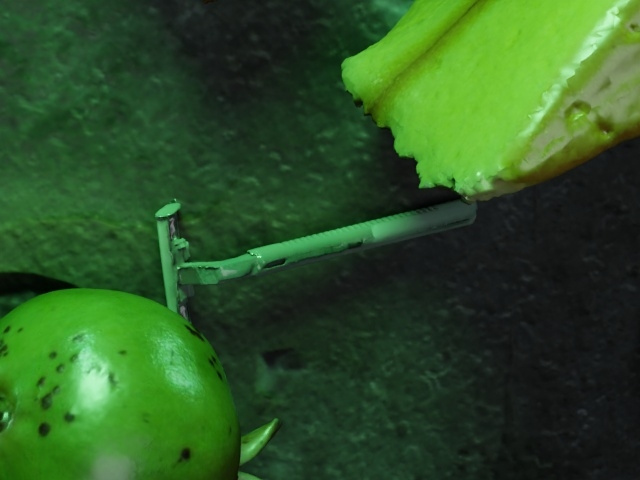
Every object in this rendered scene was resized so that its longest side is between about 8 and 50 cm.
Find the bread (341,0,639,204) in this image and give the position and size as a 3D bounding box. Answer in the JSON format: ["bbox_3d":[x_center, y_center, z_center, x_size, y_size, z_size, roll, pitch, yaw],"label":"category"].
[{"bbox_3d":[0.214,-0.127,0.934,0.361,0.233,0.245,-47,117,1],"label":"bread"}]

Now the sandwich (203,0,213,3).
[{"bbox_3d":[-0.045,-0.232,0.872,0.185,0.109,0.160,-41,112,-5],"label":"sandwich"}]

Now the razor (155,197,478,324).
[{"bbox_3d":[0.003,0.002,0.995,0.211,0.036,0.084,-12,111,-16],"label":"razor"}]

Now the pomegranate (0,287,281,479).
[{"bbox_3d":[-0.113,0.127,0.924,0.224,0.181,0.181,34,92,-44],"label":"pomegranate"}]
